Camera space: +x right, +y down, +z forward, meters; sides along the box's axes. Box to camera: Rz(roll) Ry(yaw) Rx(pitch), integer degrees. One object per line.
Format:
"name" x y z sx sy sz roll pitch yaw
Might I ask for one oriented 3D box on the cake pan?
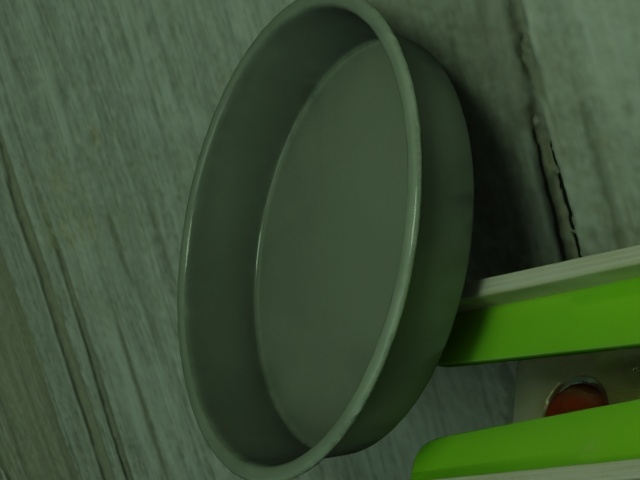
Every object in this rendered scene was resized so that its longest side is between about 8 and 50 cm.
"cake pan" 0.000 0.000 1.099 0.293 0.054 0.293 -29 56 56

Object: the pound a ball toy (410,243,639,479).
"pound a ball toy" 0.153 0.126 1.001 0.319 0.136 0.208 -17 62 52
